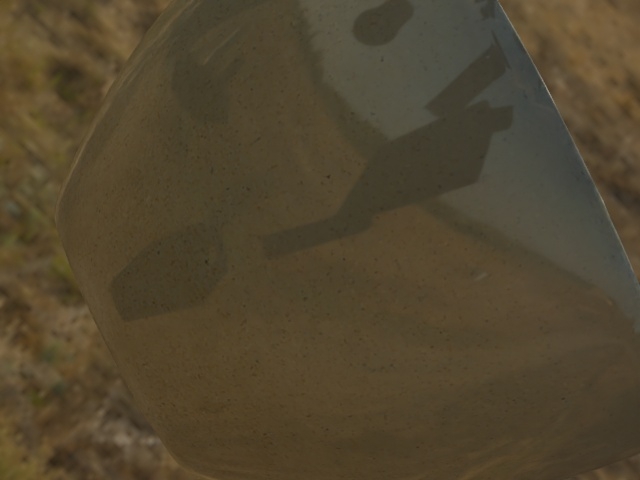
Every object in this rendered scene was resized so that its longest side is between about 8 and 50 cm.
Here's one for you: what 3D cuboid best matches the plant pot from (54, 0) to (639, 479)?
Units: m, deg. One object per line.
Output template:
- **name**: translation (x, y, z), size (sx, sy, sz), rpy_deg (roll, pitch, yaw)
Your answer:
- **plant pot**: translation (0.000, 0.000, 0.781), size (0.284, 0.191, 0.284), rpy_deg (63, -1, 3)
